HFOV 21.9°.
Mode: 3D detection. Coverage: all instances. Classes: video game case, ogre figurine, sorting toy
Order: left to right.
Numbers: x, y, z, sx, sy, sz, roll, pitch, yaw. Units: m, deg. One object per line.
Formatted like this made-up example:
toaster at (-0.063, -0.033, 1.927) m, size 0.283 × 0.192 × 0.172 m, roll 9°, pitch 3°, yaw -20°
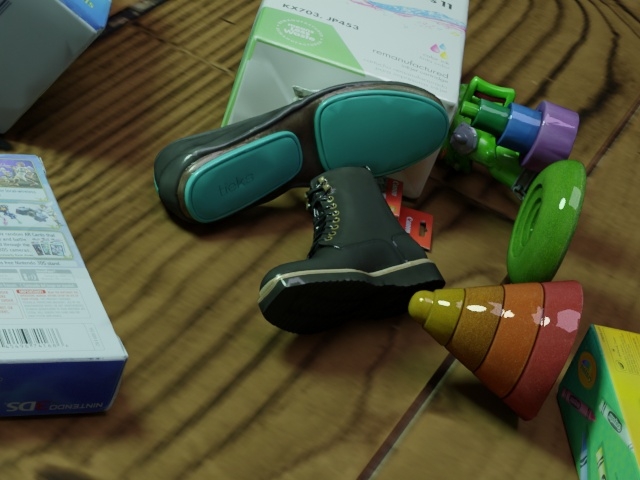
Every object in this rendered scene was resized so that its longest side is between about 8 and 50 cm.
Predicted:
video game case at (-0.304, 0.027, 1.195) m, size 0.269 × 0.061 × 0.244 m, roll 1°, pitch 39°, yaw -29°
sorting toy at (0.147, -0.011, 1.417) m, size 0.126 × 0.127 × 0.365 m, roll 19°, pitch 42°, yaw -6°
ogre figurine at (0.180, -0.101, 1.639) m, size 0.118 × 0.097 × 0.197 m, roll 29°, pitch 42°, yaw -10°

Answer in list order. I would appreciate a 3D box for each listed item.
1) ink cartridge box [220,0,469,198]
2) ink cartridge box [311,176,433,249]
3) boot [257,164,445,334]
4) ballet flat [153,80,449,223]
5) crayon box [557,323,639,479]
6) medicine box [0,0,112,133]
ink cartridge box at (0.036, -0.204, 1.682) m, size 0.207 × 0.119 × 0.353 m, roll 18°, pitch 32°, yaw -4°
ink cartridge box at (0.052, -0.034, 1.523) m, size 0.115 × 0.029 × 0.063 m, roll 18°, pitch 33°, yaw -4°
boot at (0.000, 0.000, 1.372) m, size 0.198 × 0.077 × 0.137 m, roll 0°, pitch 54°, yaw -51°
ballet flat at (-0.023, -0.092, 1.474) m, size 0.280 × 0.095 × 0.096 m, roll -16°, pitch 28°, yaw -25°
crayon box at (0.293, 0.192, 1.279) m, size 0.165 × 0.081 × 0.278 m, roll 13°, pitch 33°, yaw -12°
medicine box at (-0.321, -0.285, 1.479) m, size 0.263 × 0.149 × 0.289 m, roll 39°, pitch 26°, yaw -23°
